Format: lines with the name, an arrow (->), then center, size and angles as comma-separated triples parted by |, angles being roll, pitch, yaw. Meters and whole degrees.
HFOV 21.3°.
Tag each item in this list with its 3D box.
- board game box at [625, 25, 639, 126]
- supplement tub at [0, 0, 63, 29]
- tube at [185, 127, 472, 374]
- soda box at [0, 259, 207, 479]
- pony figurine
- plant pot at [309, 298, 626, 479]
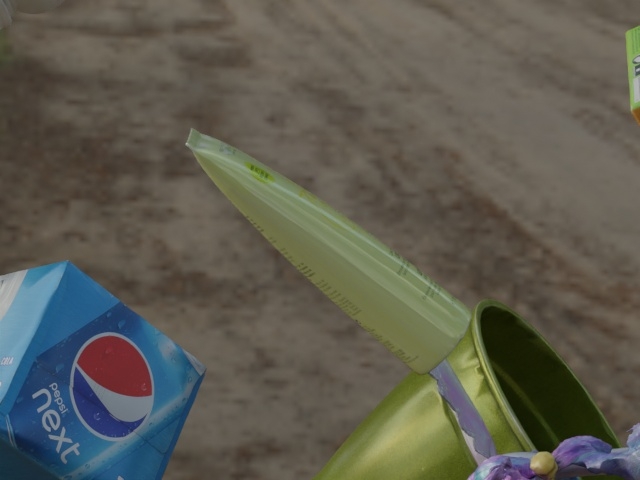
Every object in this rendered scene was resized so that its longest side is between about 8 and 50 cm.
board game box -> 0.346, -0.165, 1.226 | 0.259, 0.039, 0.124 | -26, 27, 23
supplement tub -> -0.295, -0.392, 1.825 | 0.325, 0.235, 0.235 | -41, 25, -11
tube -> 0.000, 0.000, 1.208 | 0.062, 0.240, 0.070 | -56, 9, -34
soda box -> -0.143, 0.066, 0.625 | 0.210, 0.067, 0.071 | -12, -43, 43
pony figurine -> 0.183, 0.246, 1.607 | 0.363, 0.351, 0.303 | -4, 54, 20
plant pot -> 0.167, 0.323, 2.122 | 0.353, 0.366, 0.366 | -36, 1, 18
